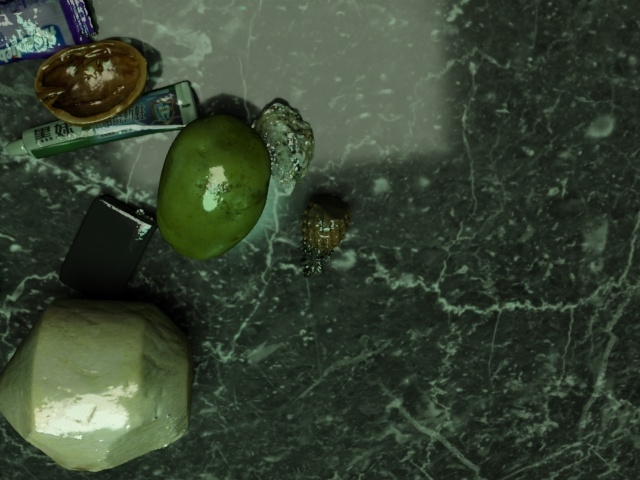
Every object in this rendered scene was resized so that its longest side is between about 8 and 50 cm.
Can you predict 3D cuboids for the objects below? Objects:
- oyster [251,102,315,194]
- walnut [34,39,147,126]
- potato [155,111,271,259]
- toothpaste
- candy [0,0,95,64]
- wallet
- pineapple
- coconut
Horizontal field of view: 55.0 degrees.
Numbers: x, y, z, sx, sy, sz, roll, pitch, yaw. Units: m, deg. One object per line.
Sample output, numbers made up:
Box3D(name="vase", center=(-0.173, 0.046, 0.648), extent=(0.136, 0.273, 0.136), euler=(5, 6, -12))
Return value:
Box3D(name="oyster", center=(-0.071, -0.192, 1.271), extent=(0.125, 0.064, 0.177), euler=(-29, 110, 13))
Box3D(name="walnut", center=(-0.425, -0.288, 1.174), extent=(0.211, 0.087, 0.167), euler=(-18, 75, -8))
Box3D(name="potato", center=(-0.215, -0.101, 1.222), extent=(0.216, 0.216, 0.304), euler=(23, 110, -13))
Box3D(name="toothpaste", center=(-0.440, -0.227, 1.231), extent=(0.392, 0.061, 0.098), euler=(-14, 87, 2))
Box3D(name="candy", center=(-0.567, -0.396, 1.147), extent=(0.275, 0.070, 0.145), euler=(-12, 121, -8))
Box3D(name="wallet", center=(-0.467, 0.019, 1.348), extent=(0.149, 0.044, 0.250), euler=(28, 110, -10))
Box3D(name="pineapple", center=(0.000, 0.000, 1.344), extent=(0.108, 0.108, 0.197), euler=(11, 124, -8))
Box3D(name="coconut", center=(-0.478, 0.307, 1.304), extent=(0.416, 0.344, 0.415), euler=(-4, 134, -4))
